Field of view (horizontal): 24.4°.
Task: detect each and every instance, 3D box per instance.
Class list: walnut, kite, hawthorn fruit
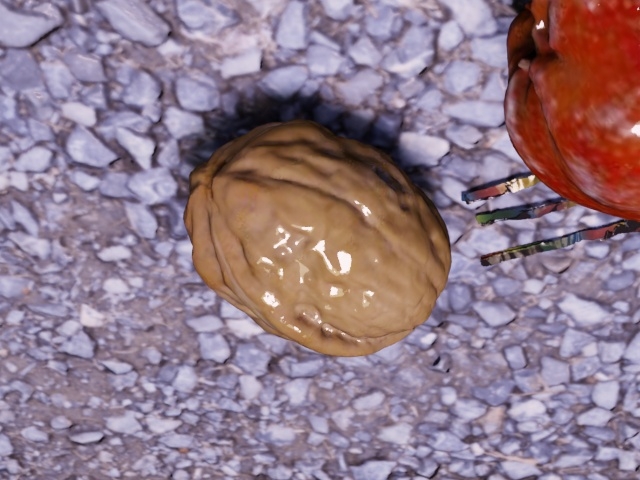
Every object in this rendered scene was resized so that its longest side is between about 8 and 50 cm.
[{"bbox_3d":[0.000,0.000,1.274,0.245,0.198,0.198,37,124,-22],"label":"walnut"},{"bbox_3d":[0.268,-0.042,1.333,0.285,0.015,0.152,-16,129,17],"label":"kite"},{"bbox_3d":[0.264,-0.143,1.095,0.284,0.284,0.284,2,132,2],"label":"hawthorn fruit"}]
